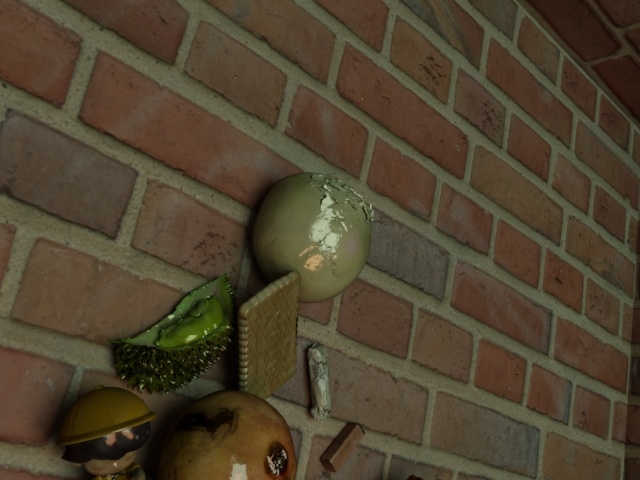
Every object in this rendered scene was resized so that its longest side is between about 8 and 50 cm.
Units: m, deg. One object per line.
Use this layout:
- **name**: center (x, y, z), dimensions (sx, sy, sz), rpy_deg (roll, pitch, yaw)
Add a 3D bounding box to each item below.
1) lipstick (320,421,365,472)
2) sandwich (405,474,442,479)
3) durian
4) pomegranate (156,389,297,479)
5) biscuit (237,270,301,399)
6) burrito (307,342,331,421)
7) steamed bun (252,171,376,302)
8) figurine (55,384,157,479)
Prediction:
- **lipstick**: center (0.061, 0.555, 1.918), dimensions (0.145, 0.045, 0.045), rpy_deg (-44, 116, -39)
- **sandwich**: center (0.223, 0.756, 1.964), dimensions (0.301, 0.162, 0.250), rpy_deg (-27, 90, -12)
- **durian**: center (-0.304, 0.222, 1.603), dimensions (0.169, 0.158, 0.352), rpy_deg (44, 48, 13)
- **pomegranate**: center (-0.198, 0.481, 1.524), dimensions (0.322, 0.322, 0.321), rpy_deg (7, 79, -43)
- **biscuit**: center (-0.126, 0.242, 1.693), dimensions (0.217, 0.044, 0.324), rpy_deg (-32, 135, -44)
- **burrito**: center (-0.003, 0.372, 1.875), dimensions (0.064, 0.064, 0.203), rpy_deg (5, 80, -43)
- **steamed bun**: center (0.000, 0.000, 1.811), dimensions (0.334, 0.233, 0.311), rpy_deg (35, 61, -33)
- **figurine**: center (-0.421, 0.413, 1.409), dimensions (0.192, 0.167, 0.256), rpy_deg (-18, 120, -51)
